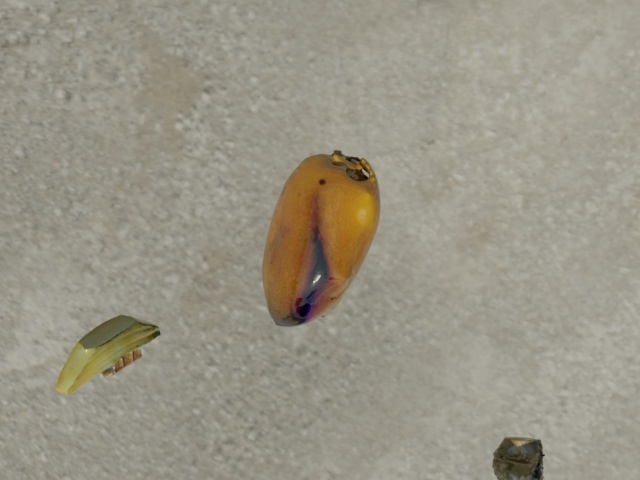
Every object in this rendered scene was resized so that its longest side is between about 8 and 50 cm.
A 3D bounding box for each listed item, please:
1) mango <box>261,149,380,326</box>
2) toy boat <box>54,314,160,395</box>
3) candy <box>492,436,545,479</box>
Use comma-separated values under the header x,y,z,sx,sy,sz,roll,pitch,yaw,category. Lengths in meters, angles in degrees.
x,y,z,sx,sy,sz,roll,pitch,yaw,category
0.000,0.000,1.593,0.153,0.201,0.287,10,99,-33,mango
-0.288,0.153,1.377,0.172,0.065,0.066,-34,125,-45,toy boat
0.314,0.364,1.583,0.095,0.085,0.110,-57,137,-44,candy
